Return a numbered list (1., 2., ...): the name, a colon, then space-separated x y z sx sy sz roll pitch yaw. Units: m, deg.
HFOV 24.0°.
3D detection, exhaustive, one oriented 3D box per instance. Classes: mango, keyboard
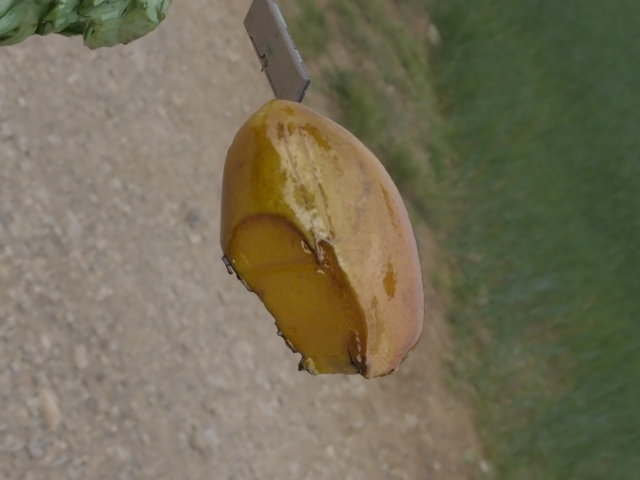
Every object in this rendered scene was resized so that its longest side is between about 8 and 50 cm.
1. mango: 0.000 0.000 1.274 0.126 0.154 0.252 -1 69 -80
2. keyboard: -0.044 -0.192 1.529 0.017 0.055 0.166 8 38 -28

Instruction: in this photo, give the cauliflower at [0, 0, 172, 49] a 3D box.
1. cauliflower: -0.220 -0.215 1.034 0.250 0.275 0.272 13 55 -19
